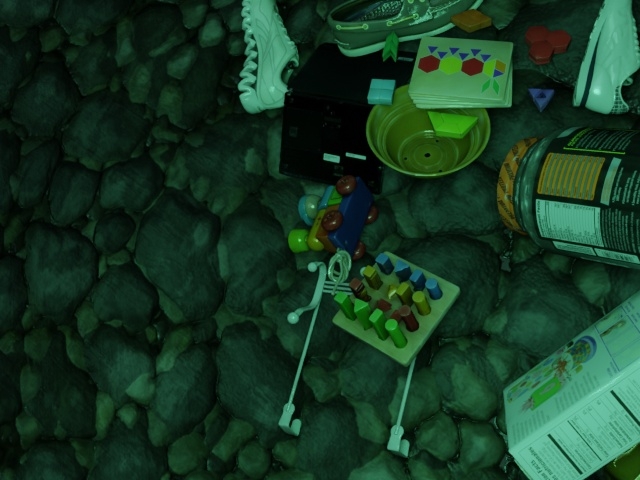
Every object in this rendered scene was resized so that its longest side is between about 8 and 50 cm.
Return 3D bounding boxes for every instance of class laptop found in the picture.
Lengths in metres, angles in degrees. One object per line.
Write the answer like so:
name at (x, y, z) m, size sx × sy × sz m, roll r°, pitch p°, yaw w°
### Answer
laptop at (0.057, -0.248, 1.584) m, size 0.234 × 0.136 × 0.264 m, roll 14°, pitch 108°, yaw 29°

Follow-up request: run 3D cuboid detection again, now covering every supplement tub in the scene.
supplement tub at (0.451, -0.064, 1.203) m, size 0.338 × 0.207 × 0.207 m, roll 15°, pitch 83°, yaw 47°

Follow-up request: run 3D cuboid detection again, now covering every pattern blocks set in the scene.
pattern blocks set at (0.258, -0.300, 1.432) m, size 0.325 × 0.026 × 0.285 m, roll 16°, pitch 65°, yaw 19°

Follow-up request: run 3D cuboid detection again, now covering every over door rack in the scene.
over door rack at (0.057, 0.200, 1.409) m, size 0.239 × 0.108 × 0.324 m, roll 5°, pitch 79°, yaw 28°

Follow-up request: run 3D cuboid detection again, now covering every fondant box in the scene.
fondant box at (0.422, 0.196, 1.145) m, size 0.330 × 0.238 × 0.096 m, roll -39°, pitch 91°, yaw 15°

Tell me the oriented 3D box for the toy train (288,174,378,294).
toy train at (0.000, 0.000, 1.457) m, size 0.143 × 0.105 × 0.248 m, roll -8°, pitch 46°, yaw 36°

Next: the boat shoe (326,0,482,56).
boat shoe at (0.161, -0.447, 1.533) m, size 0.305 × 0.091 × 0.109 m, roll -16°, pitch 58°, yaw 18°

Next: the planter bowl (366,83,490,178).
planter bowl at (0.193, -0.177, 1.438) m, size 0.217 × 0.090 × 0.217 m, roll -3°, pitch 57°, yaw 5°

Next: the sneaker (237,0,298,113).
sneaker at (-0.100, -0.408, 1.659) m, size 0.118 × 0.110 × 0.292 m, roll -2°, pitch 84°, yaw 17°

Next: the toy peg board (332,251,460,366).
toy peg board at (0.117, 0.094, 1.320) m, size 0.161 × 0.079 × 0.160 m, roll 28°, pitch 71°, yaw 34°

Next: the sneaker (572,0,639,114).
sneaker at (0.502, -0.328, 1.360) m, size 0.095 × 0.090 × 0.235 m, roll 16°, pitch 87°, yaw 15°

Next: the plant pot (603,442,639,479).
plant pot at (0.543, 0.324, 1.097) m, size 0.187 × 0.212 × 0.212 m, roll 42°, pitch 96°, yaw 14°
